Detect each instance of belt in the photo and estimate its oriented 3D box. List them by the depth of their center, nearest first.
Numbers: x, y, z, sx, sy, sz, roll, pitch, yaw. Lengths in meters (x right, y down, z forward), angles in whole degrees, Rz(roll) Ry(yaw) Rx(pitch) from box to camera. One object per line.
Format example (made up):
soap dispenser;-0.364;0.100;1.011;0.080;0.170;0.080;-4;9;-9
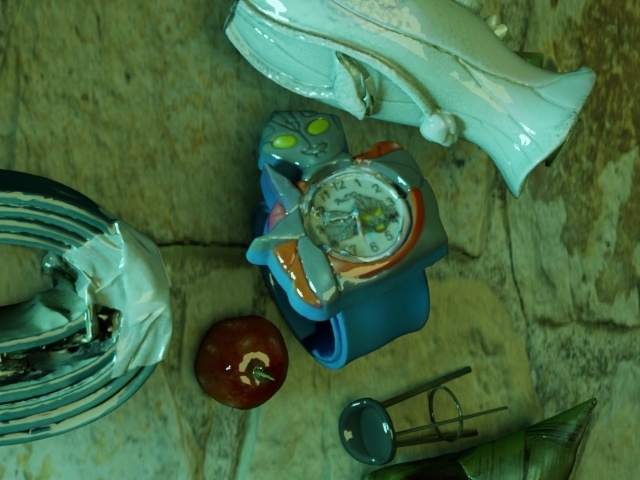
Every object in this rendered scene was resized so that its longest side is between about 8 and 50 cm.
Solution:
belt;-0.391;0.074;1.449;0.437;0.173;0.300;-4;107;-26

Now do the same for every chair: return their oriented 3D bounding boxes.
chair;0.143;0.250;1.766;0.222;0.095;0.104;-10;94;-23

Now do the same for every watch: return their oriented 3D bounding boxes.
watch;0.000;0.000;1.610;0.241;0.274;0.305;-23;62;-18

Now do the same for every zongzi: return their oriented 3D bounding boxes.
zongzi;0.231;0.311;1.777;0.286;0.138;0.300;26;94;-23

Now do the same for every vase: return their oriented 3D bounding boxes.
vase;0.115;-0.233;1.579;0.445;0.250;0.250;30;82;-3

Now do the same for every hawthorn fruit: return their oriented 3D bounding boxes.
hawthorn fruit;-0.101;0.156;1.635;0.125;0.140;0.125;0;86;8

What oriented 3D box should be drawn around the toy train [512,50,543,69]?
toy train;0.223;-0.228;1.757;0.188;0.099;0.072;0;97;-25
